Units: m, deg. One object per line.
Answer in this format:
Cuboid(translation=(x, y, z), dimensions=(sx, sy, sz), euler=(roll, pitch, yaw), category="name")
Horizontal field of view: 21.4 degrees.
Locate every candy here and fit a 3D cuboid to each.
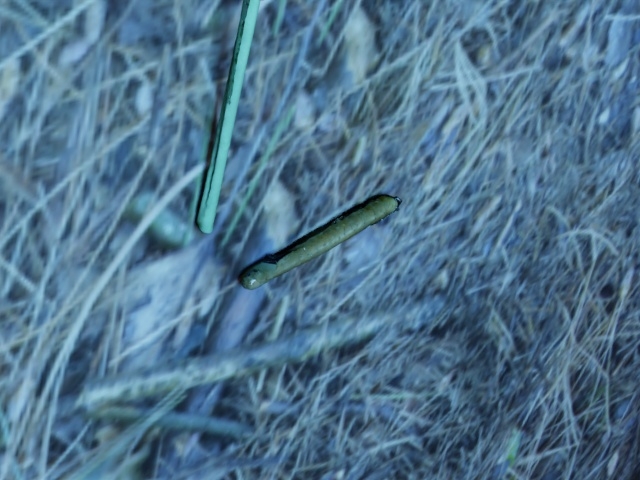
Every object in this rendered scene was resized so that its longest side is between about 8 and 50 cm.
Cuboid(translation=(-0.038, -0.078, 0.750), dimensions=(0.061, 0.061, 0.202), euler=(-24, 144, -36), category="candy")

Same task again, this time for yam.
Cuboid(translation=(0.000, 0.000, 0.884), dimensions=(0.107, 0.014, 0.014), euler=(-29, 139, -32), category="yam")
